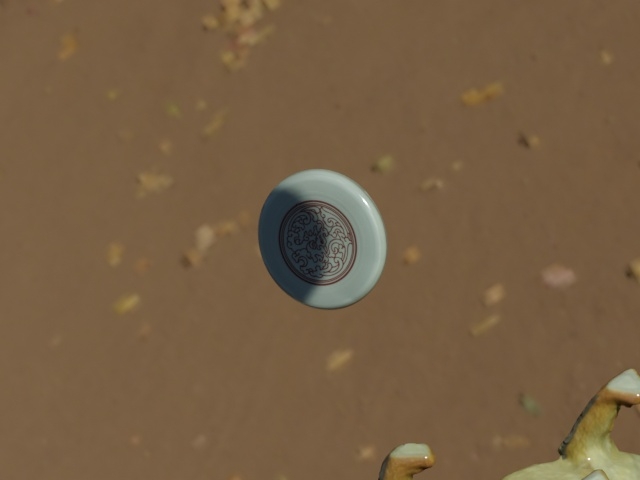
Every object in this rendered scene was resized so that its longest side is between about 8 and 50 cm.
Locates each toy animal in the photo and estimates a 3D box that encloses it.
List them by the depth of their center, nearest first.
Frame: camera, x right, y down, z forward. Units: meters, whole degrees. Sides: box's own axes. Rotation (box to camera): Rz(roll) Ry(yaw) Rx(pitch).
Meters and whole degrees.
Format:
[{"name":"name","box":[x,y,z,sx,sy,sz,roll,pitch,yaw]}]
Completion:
[{"name":"toy animal","box":[0.086,0.123,0.842,0.241,0.099,0.056,-20,49,-4]}]

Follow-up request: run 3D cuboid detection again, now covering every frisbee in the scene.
[{"name":"frisbee","box":[0.000,0.000,1.483,0.110,0.110,0.014,-12,7,28]}]
